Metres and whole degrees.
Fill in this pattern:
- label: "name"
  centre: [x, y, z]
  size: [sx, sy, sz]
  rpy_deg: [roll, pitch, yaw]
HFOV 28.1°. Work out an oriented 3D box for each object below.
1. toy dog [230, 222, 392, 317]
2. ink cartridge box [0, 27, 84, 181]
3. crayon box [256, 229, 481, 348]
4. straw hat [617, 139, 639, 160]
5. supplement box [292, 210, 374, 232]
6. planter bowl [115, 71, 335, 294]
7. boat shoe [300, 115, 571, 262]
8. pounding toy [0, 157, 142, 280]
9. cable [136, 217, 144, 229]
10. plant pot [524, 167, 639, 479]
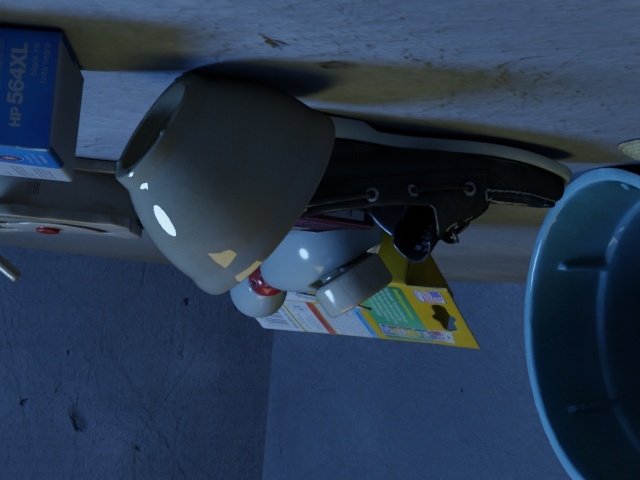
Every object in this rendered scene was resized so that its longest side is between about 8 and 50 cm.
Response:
- label: "toy dog"
  centre: [0.000, 0.000, 1.478]
  size: [0.161, 0.220, 0.333]
  rpy_deg: [-28, -162, -23]
- label: "ink cartridge box"
  centre: [-0.276, -0.098, 0.888]
  size: [0.203, 0.086, 0.148]
  rpy_deg: [5, 175, -5]
- label: "crayon box"
  centre: [0.044, 0.057, 1.703]
  size: [0.323, 0.083, 0.203]
  rpy_deg: [5, 155, 22]
- label: "straw hat"
  centre: [0.329, -0.048, 1.111]
  size: [0.144, 0.061, 0.144]
  rpy_deg: [4, 176, 0]
- label: "supplement box"
  centre: [-0.049, -0.058, 1.223]
  size: [0.188, 0.081, 0.104]
  rpy_deg: [7, 174, -33]
- label: "planter bowl"
  centre: [-0.081, -0.056, 0.948]
  size: [0.109, 0.162, 0.162]
  rpy_deg: [35, 163, -21]
- label: "boat shoe"
  centre: [0.075, -0.038, 1.147]
  size: [0.340, 0.113, 0.127]
  rpy_deg: [7, 175, -31]
- label: "pounding toy"
  centre: [-0.347, -0.020, 1.533]
  size: [0.269, 0.155, 0.154]
  rpy_deg: [5, 171, -15]
- label: "cable"
  centre: [-0.294, -0.030, 2.062]
  size: [0.150, 0.047, 0.184]
  rpy_deg: [1, 175, 39]
- label: "plant pot"
  centre: [0.437, 0.090, 1.313]
  size: [0.334, 0.341, 0.341]
  rpy_deg: [-3, 179, -20]
